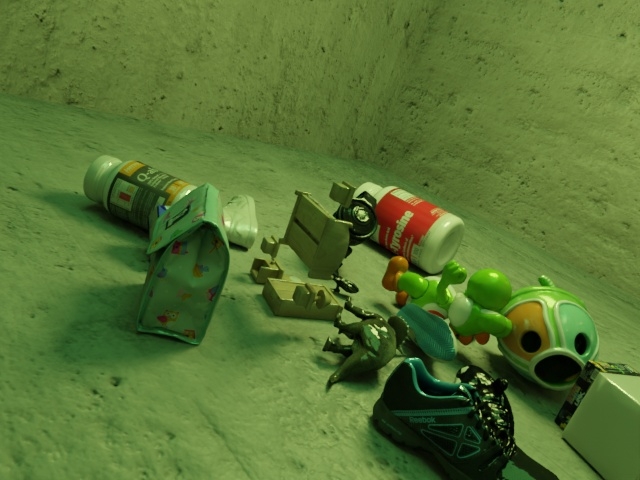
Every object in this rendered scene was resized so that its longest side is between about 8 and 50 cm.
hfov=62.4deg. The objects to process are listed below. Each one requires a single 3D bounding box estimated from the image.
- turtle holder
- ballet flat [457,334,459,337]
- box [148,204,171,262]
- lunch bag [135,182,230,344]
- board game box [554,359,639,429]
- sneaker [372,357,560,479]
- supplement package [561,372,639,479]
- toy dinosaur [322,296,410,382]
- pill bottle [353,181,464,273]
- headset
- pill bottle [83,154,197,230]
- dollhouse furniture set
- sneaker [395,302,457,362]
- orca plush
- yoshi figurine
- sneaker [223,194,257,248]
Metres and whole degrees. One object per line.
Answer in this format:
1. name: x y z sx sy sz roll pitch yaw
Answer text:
1. turtle holder: 0.590 0.278 1.357 0.244 0.320 0.227 -19 27 17
2. ballet flat: 0.451 0.225 1.543 0.091 0.077 0.241 27 18 20
3. box: -0.337 -0.008 1.277 0.137 0.072 0.126 6 64 -36
4. lunch bag: -0.259 0.032 1.042 0.160 0.262 0.223 15 19 -16
5. board game box: 0.628 0.357 1.195 0.141 0.170 0.048 12 18 -28
6. sneaker: 0.254 0.332 0.900 0.341 0.139 0.125 26 17 21
7. supplement package: 0.706 0.408 1.118 0.293 0.177 0.175 12 20 -27
8. toy dinosaur: 0.105 0.214 1.136 0.161 0.120 0.313 18 14 15
9. pill bottle: 0.308 -0.063 1.981 0.408 0.228 0.229 32 21 32
10. headset: 0.083 0.004 1.594 0.185 0.243 0.394 39 33 -5
11. pill bottle: -0.473 -0.119 1.412 0.279 0.162 0.162 23 18 8
12. dollhouse furniture set: 0.000 0.000 1.261 0.174 0.355 0.303 10 20 -30
13. sneaker: 0.268 0.231 1.273 0.092 0.087 0.228 50 -1 -23
14. orca plush: 0.342 0.326 1.088 0.151 0.102 0.287 24 18 10
15. yoshi figurine: 0.354 0.131 1.398 0.204 0.202 0.362 -18 26 -37
16. sneaker: -0.292 -0.085 1.599 0.169 0.108 0.292 17 19 -21
